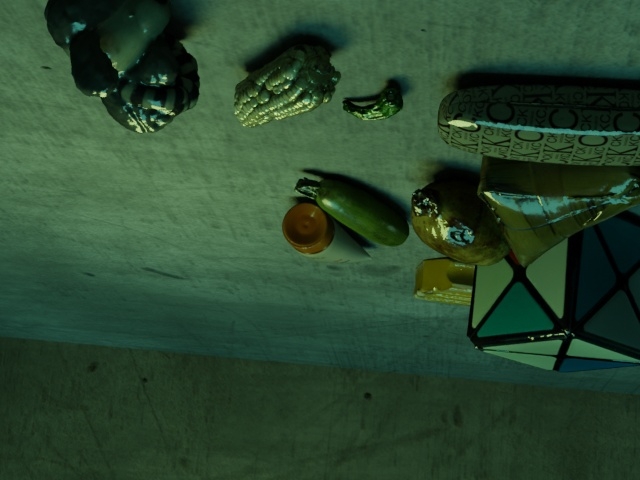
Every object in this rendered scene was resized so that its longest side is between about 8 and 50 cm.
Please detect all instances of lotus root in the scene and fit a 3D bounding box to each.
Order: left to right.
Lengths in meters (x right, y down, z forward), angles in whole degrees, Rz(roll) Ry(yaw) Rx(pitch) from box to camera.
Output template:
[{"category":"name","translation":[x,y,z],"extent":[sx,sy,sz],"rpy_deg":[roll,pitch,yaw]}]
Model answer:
[{"category":"lotus root","translation":[0.230,-0.032,2.010],"extent":[0.145,0.128,0.260],"rpy_deg":[6,166,38]}]

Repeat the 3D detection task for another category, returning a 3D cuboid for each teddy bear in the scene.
[{"category":"teddy bear","translation":[-0.232,-0.227,1.464],"extent":[0.144,0.171,0.251],"rpy_deg":[-19,152,12]}]

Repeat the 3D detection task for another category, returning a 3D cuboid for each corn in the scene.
[{"category":"corn","translation":[-0.056,-0.204,1.616],"extent":[0.087,0.087,0.211],"rpy_deg":[17,165,-33]}]

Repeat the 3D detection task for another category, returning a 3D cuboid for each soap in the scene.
[{"category":"soap","translation":[0.318,0.093,2.505],"extent":[0.232,0.073,0.140],"rpy_deg":[9,162,-7]}]

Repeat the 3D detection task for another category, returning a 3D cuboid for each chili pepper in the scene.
[{"category":"chili pepper","translation":[0.083,-0.190,1.695],"extent":[0.055,0.035,0.118],"rpy_deg":[30,164,-28]}]

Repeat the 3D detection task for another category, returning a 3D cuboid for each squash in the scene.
[{"category":"squash","translation":[0.079,-0.043,2.126],"extent":[0.080,0.071,0.318],"rpy_deg":[-5,160,38]}]

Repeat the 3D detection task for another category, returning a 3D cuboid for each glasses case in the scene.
[{"category":"glasses case","translation":[0.333,-0.153,1.621],"extent":[0.354,0.085,0.137],"rpy_deg":[3,165,8]}]

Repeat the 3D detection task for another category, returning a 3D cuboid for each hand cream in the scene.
[{"category":"hand cream","translation":[0.000,0.000,2.310],"extent":[0.139,0.089,0.314],"rpy_deg":[4,172,17]}]

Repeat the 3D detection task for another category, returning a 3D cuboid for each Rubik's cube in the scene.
[{"category":"Rubik's cube","translation":[0.432,0.085,2.121],"extent":[0.246,0.248,0.250],"rpy_deg":[17,162,-35]}]

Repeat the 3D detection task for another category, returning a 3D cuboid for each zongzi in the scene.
[{"category":"zongzi","translation":[0.390,-0.041,1.827],"extent":[0.260,0.123,0.289],"rpy_deg":[-3,143,27]}]
